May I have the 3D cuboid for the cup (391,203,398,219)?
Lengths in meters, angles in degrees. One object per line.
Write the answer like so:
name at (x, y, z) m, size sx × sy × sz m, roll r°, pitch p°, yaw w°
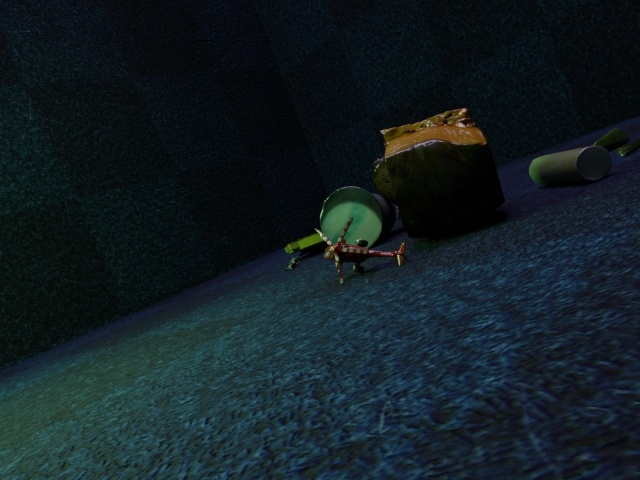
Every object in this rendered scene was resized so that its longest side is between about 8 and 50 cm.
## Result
cup at (0.253, -0.092, 2.186) m, size 0.116 × 0.074 × 0.104 m, roll -24°, pitch 29°, yaw 43°

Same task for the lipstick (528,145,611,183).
lipstick at (0.552, -0.165, 1.201) m, size 0.076 × 0.076 × 0.304 m, roll -21°, pitch 4°, yaw 6°

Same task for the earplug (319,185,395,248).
earplug at (0.142, -0.074, 1.610) m, size 0.185 × 0.185 × 0.324 m, roll -20°, pitch -1°, yaw 23°

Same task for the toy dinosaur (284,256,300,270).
toy dinosaur at (-0.105, 0.086, 1.827) m, size 0.060 × 0.029 × 0.119 m, roll -38°, pitch 7°, yaw -19°

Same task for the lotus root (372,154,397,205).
lotus root at (0.294, -0.179, 1.551) m, size 0.196 × 0.179 × 0.397 m, roll -44°, pitch 34°, yaw -12°

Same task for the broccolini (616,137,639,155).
broccolini at (0.840, -0.255, 1.305) m, size 0.254 × 0.071 × 0.057 m, roll -29°, pitch 46°, yaw -13°

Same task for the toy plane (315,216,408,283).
toy plane at (0.084, 0.016, 1.026) m, size 0.194 × 0.126 × 0.077 m, roll -21°, pitch -25°, yaw 32°

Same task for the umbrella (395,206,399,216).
umbrella at (0.416, -0.178, 2.260) m, size 0.348 × 0.094 × 0.143 m, roll -22°, pitch -2°, yaw 19°

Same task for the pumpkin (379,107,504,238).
pumpkin at (0.254, -0.139, 1.134) m, size 0.225 × 0.256 × 0.303 m, roll -16°, pitch 28°, yaw 18°

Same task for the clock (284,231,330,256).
clock at (0.003, 0.003, 2.066) m, size 0.293 × 0.071 × 0.277 m, roll -21°, pitch -1°, yaw -2°

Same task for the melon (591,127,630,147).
melon at (0.849, -0.290, 1.617) m, size 0.261 × 0.053 × 0.114 m, roll -23°, pitch -4°, yaw -39°
